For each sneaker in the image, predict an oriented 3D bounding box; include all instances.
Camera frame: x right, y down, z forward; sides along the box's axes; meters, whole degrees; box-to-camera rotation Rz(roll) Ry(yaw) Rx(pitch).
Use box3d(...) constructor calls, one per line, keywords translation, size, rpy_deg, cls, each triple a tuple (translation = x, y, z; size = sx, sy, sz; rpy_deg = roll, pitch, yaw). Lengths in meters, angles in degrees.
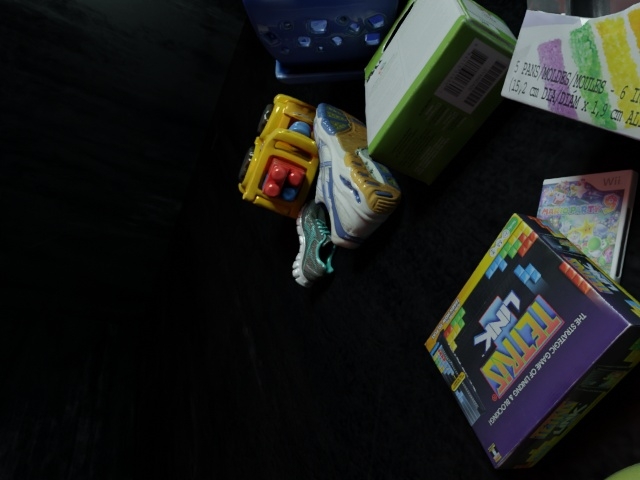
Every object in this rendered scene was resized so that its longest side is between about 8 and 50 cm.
box3d(translation=(0.027, -0.114, 0.798), size=(0.131, 0.112, 0.296), rpy_deg=(-57, 29, 33), cls="sneaker")
box3d(translation=(0.000, 0.000, 0.865), size=(0.076, 0.065, 0.166), rpy_deg=(-19, 61, 42), cls="sneaker")

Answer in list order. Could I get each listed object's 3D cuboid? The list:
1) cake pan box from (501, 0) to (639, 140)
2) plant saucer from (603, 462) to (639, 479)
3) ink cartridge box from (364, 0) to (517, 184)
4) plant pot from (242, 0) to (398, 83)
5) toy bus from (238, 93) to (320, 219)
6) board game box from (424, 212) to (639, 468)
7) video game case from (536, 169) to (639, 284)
box3d(translation=(0.250, -0.173, 0.276), size=(0.267, 0.070, 0.245), rpy_deg=(44, 132, 46), cls="cake pan box")
box3d(translation=(0.221, 0.247, 0.264), size=(0.241, 0.037, 0.240), rpy_deg=(-42, 40, 48), cls="plant saucer")
box3d(translation=(0.146, -0.230, 0.644), size=(0.188, 0.097, 0.255), rpy_deg=(-53, 21, 38), cls="ink cartridge box")
box3d(translation=(0.013, -0.406, 0.826), size=(0.212, 0.236, 0.235), rpy_deg=(73, -164, -61), cls="plant pot")
box3d(translation=(-0.062, -0.152, 0.910), size=(0.211, 0.150, 0.220), rpy_deg=(-111, 43, -74), cls="toy bus")
box3d(translation=(0.175, 0.085, 0.422), size=(0.170, 0.048, 0.141), rpy_deg=(-65, 27, 28), cls="board game box")
box3d(translation=(0.226, 0.001, 0.432), size=(0.087, 0.011, 0.121), rpy_deg=(1, 76, 65), cls="video game case")
